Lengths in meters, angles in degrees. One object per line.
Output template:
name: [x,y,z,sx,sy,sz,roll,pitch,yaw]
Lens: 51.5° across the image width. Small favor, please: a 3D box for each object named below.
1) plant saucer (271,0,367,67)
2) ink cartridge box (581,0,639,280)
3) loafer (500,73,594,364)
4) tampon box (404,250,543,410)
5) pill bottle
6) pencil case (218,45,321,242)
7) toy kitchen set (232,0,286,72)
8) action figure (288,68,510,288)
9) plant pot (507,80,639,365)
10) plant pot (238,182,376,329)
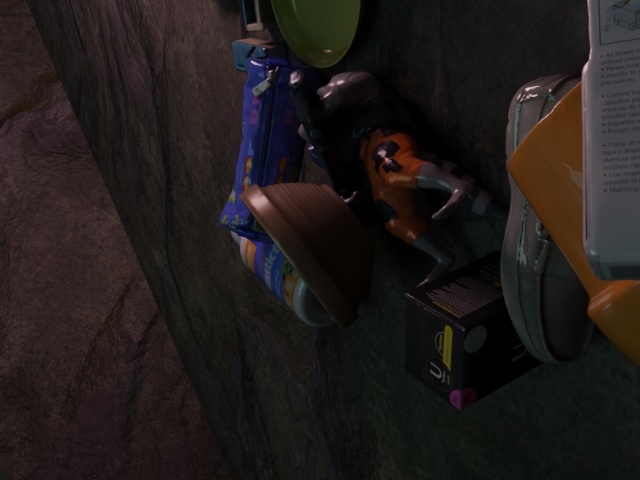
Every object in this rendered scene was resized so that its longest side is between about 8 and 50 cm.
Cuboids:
plant saucer: [-0.002,-0.377,0.970,0.241,0.037,0.240,37,137,44]
ink cartridge box: [0.313,-0.111,0.386,0.297,0.066,0.260,-2,73,27]
loafer: [0.256,-0.008,0.687,0.111,0.112,0.319,30,133,61]
tampon box: [0.196,0.106,0.814,0.101,0.161,0.120,32,135,48]
pill bottle: [-0.051,0.024,1.196,0.272,0.152,0.152,37,138,43]
pencil case: [-0.082,-0.146,1.061,0.120,0.133,0.305,12,97,12]
toy kitchen set: [-0.164,-0.375,1.116,0.122,0.166,0.207,30,132,50]
action figure: [0.098,-0.100,0.919,0.330,0.179,0.341,61,-179,28]
plant pot: [0.262,-0.037,0.531,0.188,0.205,0.205,49,147,16]
plant pot: [0.000,0.000,0.926,0.237,0.110,0.237,52,176,5]
